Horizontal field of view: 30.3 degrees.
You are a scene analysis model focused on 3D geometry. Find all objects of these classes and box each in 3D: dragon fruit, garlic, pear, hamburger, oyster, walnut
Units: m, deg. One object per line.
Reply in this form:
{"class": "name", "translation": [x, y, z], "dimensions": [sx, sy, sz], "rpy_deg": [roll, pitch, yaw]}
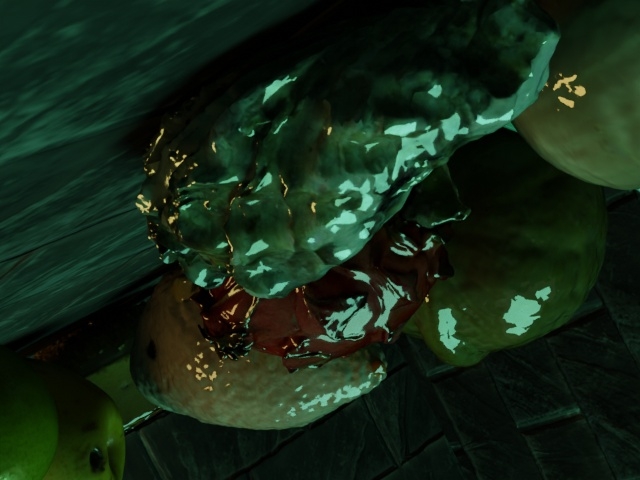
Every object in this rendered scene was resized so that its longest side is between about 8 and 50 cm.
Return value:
{"class": "dragon fruit", "translation": [0.000, 0.000, 0.854], "dimensions": [0.209, 0.172, 0.172], "rpy_deg": [-28, 178, 3]}
{"class": "garlic", "translation": [0.226, -0.162, 0.707], "dimensions": [0.338, 0.151, 0.196], "rpy_deg": [-40, -164, 47]}
{"class": "pear", "translation": [-0.326, 0.179, 0.993], "dimensions": [0.180, 0.166, 0.216], "rpy_deg": [-8, -152, 49]}
{"class": "hamburger", "translation": [-0.294, 0.189, 1.705], "dimensions": [0.302, 0.170, 0.302], "rpy_deg": [-31, 176, -2]}
{"class": "pear", "translation": [-0.378, 0.279, 1.456], "dimensions": [0.281, 0.281, 0.281], "rpy_deg": [-27, 178, -1]}
{"class": "oyster", "translation": [0.003, -0.043, 0.621], "dimensions": [0.198, 0.112, 0.267], "rpy_deg": [-27, 175, -14]}
{"class": "walnut", "translation": [0.142, -0.017, 1.055], "dimensions": [0.227, 0.283, 0.283], "rpy_deg": [1, -170, 24]}

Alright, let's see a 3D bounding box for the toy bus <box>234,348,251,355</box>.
{"class": "toy bus", "translation": [-0.033, 0.020, 1.204], "dimensions": [0.152, 0.144, 0.330], "rpy_deg": [-26, 178, -18]}

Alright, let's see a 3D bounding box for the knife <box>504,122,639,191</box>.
{"class": "knife", "translation": [0.198, -0.091, 0.952], "dimensions": [0.260, 0.063, 0.034], "rpy_deg": [23, 135, -36]}

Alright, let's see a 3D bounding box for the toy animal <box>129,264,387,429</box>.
{"class": "toy animal", "translation": [-0.084, 0.116, 1.455], "dimensions": [0.358, 0.226, 0.188], "rpy_deg": [3, -178, 22]}
